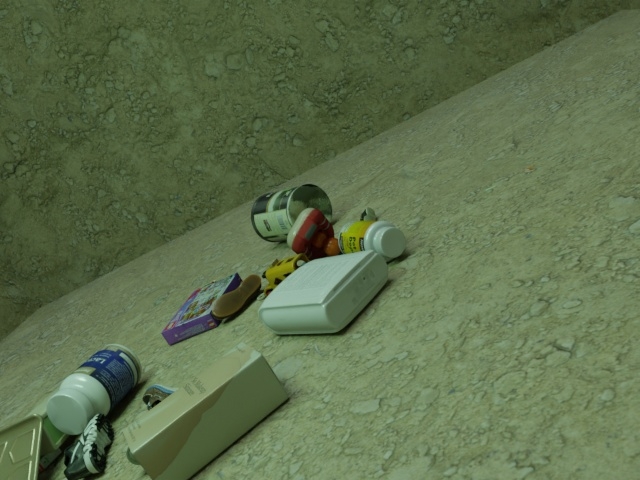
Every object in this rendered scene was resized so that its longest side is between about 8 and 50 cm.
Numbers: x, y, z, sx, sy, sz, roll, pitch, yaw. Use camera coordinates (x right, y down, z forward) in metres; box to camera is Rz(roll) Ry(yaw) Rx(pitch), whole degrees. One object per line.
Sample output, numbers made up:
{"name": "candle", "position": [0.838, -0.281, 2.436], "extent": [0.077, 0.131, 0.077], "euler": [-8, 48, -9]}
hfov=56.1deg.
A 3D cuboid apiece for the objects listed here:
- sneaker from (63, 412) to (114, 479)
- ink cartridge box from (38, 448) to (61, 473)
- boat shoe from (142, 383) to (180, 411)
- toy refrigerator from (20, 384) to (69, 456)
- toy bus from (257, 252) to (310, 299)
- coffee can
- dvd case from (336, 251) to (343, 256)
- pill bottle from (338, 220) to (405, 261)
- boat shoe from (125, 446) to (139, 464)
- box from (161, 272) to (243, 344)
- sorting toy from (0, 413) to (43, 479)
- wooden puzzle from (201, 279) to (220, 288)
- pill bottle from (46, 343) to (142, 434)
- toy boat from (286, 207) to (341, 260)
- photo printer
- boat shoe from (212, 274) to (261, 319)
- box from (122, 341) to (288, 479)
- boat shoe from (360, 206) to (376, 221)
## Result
{"name": "sneaker", "position": [-0.577, 0.508, 1.477], "extent": [0.106, 0.078, 0.234], "euler": [-28, 18, -4]}
{"name": "ink cartridge box", "position": [-0.755, 0.597, 1.601], "extent": [0.063, 0.029, 0.115], "euler": [-17, 21, 38]}
{"name": "boat shoe", "position": [-0.399, 0.405, 1.505], "extent": [0.183, 0.066, 0.066], "euler": [-15, 23, 42]}
{"name": "toy refrigerator", "position": [-0.735, 0.491, 1.694], "extent": [0.094, 0.102, 0.269], "euler": [-23, 9, 8]}
{"name": "toy bus", "position": [-0.120, 0.107, 1.867], "extent": [0.202, 0.104, 0.191], "euler": [-32, 16, -10]}
{"name": "coffee can", "position": [-0.114, -0.101, 2.324], "extent": [0.201, 0.201, 0.275], "euler": [-40, 19, -32]}
{"name": "dvd case", "position": [0.102, 0.036, 1.868], "extent": [0.087, 0.013, 0.119], "euler": [-36, 18, -21]}
{"name": "pill bottle", "position": [0.147, 0.002, 1.701], "extent": [0.117, 0.117, 0.215], "euler": [-36, 17, -21]}
{"name": "boat shoe", "position": [-0.324, 0.414, 1.333], "extent": [0.227, 0.081, 0.068], "euler": [-28, 11, -21]}
{"name": "box", "position": [-0.396, 0.229, 2.056], "extent": [0.201, 0.057, 0.293], "euler": [-23, 17, 20]}
{"name": "sorting toy", "position": [-0.820, 0.597, 1.509], "extent": [0.307, 0.041, 0.229], "euler": [-26, 52, 12]}
{"name": "wooden puzzle", "position": [-0.443, 0.182, 2.365], "extent": [0.116, 0.014, 0.078], "euler": [-32, 16, -9]}
{"name": "pill bottle", "position": [-0.629, 0.414, 1.681], "extent": [0.153, 0.153, 0.265], "euler": [-24, 11, 20]}
{"name": "toy boat", "position": [0.000, 0.000, 1.902], "extent": [0.151, 0.151, 0.231], "euler": [-59, -17, -4]}
{"name": "photo printer", "position": [-0.006, 0.138, 1.566], "extent": [0.307, 0.107, 0.256], "euler": [-12, 23, 48]}
{"name": "boat shoe", "position": [-0.268, 0.194, 1.942], "extent": [0.207, 0.073, 0.073], "euler": [-37, -20, -35]}
{"name": "box", "position": [-0.237, 0.362, 1.254], "extent": [0.311, 0.121, 0.148], "euler": [-36, 16, -21]}
{"name": "boat shoe", "position": [0.160, -0.066, 2.034], "extent": [0.042, 0.049, 0.133], "euler": [-53, 13, 25]}
